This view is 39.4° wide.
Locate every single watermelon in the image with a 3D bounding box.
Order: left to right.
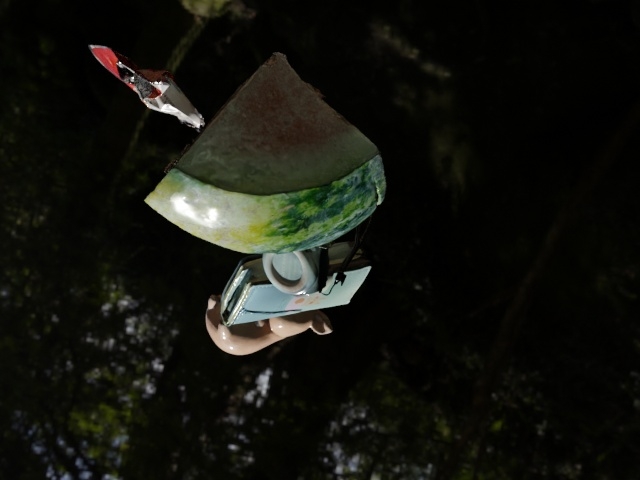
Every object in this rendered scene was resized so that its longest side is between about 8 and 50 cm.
[{"bbox_3d":[-0.057,-0.099,1.088,0.310,0.231,0.193,4,176,-17],"label":"watermelon"}]

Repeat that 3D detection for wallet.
[{"bbox_3d":[-0.044,0.081,1.627,0.251,0.075,0.176,-8,149,-28],"label":"wallet"}]

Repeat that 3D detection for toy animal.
[{"bbox_3d":[-0.118,0.155,1.887,0.250,0.166,0.154,-15,153,-16],"label":"toy animal"}]

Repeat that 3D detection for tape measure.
[{"bbox_3d":[0.001,0.003,1.327,0.107,0.104,0.180,19,-136,30],"label":"tape measure"}]

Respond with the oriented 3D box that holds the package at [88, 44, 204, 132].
[{"bbox_3d":[-0.316,-0.287,1.674,0.269,0.071,0.194,37,166,51],"label":"package"}]
